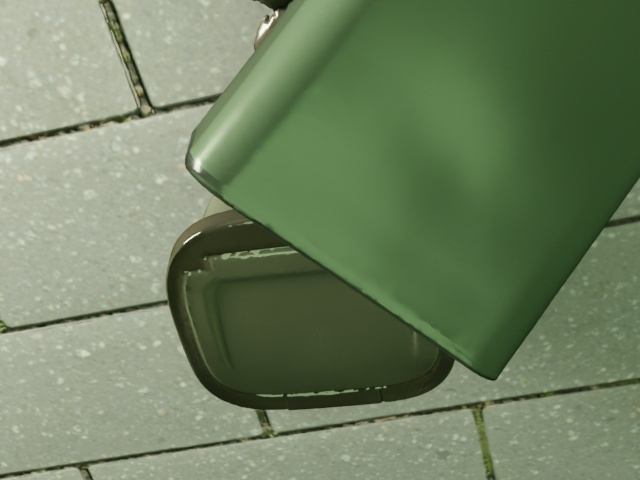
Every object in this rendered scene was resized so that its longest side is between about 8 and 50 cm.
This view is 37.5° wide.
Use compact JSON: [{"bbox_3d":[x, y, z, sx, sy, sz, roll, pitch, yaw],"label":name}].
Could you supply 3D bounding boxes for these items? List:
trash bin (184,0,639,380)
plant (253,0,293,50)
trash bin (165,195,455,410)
[{"bbox_3d":[0.109,-0.124,0.553,0.223,0.158,0.343,35,101,-13],"label":"trash bin"},{"bbox_3d":[0.075,-0.257,0.684,0.320,0.181,0.194,-27,100,12],"label":"plant"},{"bbox_3d":[0.000,0.000,0.830,0.219,0.250,0.219,-4,124,5],"label":"trash bin"}]
